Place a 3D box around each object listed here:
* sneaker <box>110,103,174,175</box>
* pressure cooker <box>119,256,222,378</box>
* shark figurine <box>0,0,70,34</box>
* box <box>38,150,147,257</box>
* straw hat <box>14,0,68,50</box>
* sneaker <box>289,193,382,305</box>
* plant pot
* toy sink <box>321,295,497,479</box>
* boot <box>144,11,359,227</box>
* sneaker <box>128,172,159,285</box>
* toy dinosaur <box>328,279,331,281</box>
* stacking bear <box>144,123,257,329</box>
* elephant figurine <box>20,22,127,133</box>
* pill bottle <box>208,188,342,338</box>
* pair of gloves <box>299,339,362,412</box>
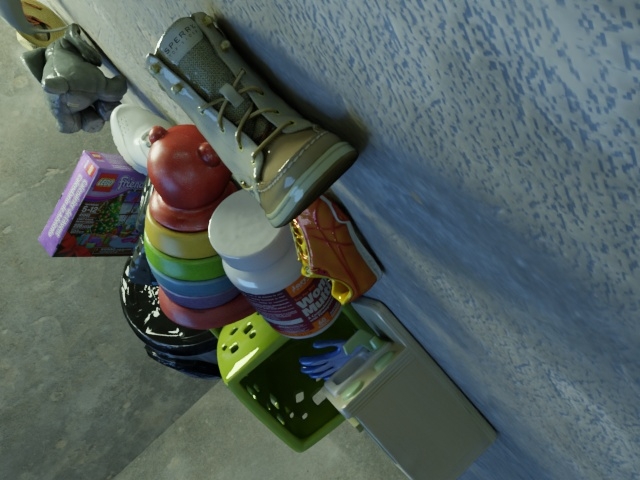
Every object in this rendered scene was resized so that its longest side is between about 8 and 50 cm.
[{"bbox_3d":[-0.243,-0.142,1.331,0.297,0.111,0.129,40,159,8],"label":"sneaker"},{"bbox_3d":[-0.280,0.165,2.020,0.420,0.376,0.369,67,179,-68],"label":"pressure cooker"},{"bbox_3d":[-0.556,-0.456,1.432,0.278,0.116,0.166,73,-171,-54],"label":"shark figurine"},{"bbox_3d":[-0.360,-0.061,1.470,0.057,0.201,0.293,44,-157,26],"label":"box"},{"bbox_3d":[-0.596,-0.430,1.610,0.145,0.061,0.144,30,-141,-28],"label":"straw hat"},{"bbox_3d":[0.000,0.000,0.764,0.175,0.067,0.064,54,172,-31],"label":"sneaker"},{"bbox_3d":[-0.042,0.172,1.294,0.227,0.228,0.207,53,177,-36],"label":"plant pot"},{"bbox_3d":[0.092,0.205,1.034,0.234,0.131,0.153,49,172,-7],"label":"toy sink"},{"bbox_3d":[-0.058,-0.096,0.580,0.165,0.077,0.213,51,175,-9],"label":"boot"},{"bbox_3d":[-0.231,-0.026,1.278,0.140,0.125,0.341,13,150,-9],"label":"sneaker"},{"bbox_3d":[0.009,0.009,0.864,0.090,0.047,0.082,41,-163,-43],"label":"toy dinosaur"},{"bbox_3d":[-0.165,-0.030,1.061,0.175,0.164,0.289,25,139,25],"label":"stacking bear"},{"bbox_3d":[-0.489,-0.334,1.500,0.239,0.169,0.186,61,148,22],"label":"elephant figurine"},{"bbox_3d":[-0.054,0.032,1.008,0.121,0.121,0.221,42,171,34],"label":"pill bottle"},{"bbox_3d":[0.065,0.205,1.180,0.198,0.159,0.023,52,-153,-36],"label":"pair of gloves"}]
